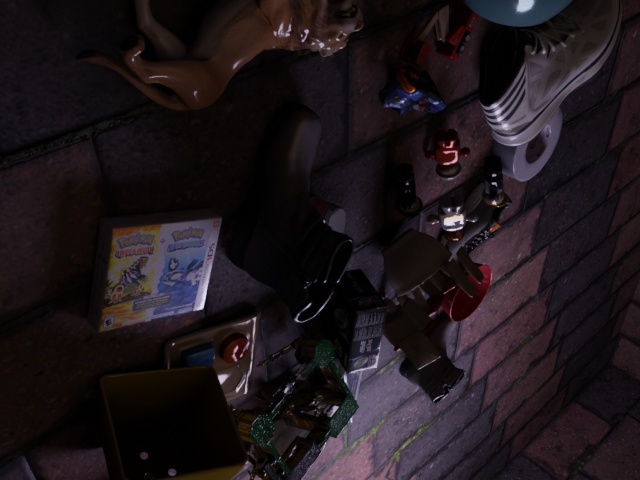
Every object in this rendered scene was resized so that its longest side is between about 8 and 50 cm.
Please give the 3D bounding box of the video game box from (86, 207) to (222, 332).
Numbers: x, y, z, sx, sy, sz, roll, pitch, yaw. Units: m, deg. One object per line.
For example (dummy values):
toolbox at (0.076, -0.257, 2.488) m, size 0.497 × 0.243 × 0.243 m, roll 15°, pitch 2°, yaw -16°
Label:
video game box at (-0.269, 0.044, 1.066) m, size 0.205 × 0.048 × 0.187 m, roll -10°, pitch 121°, yaw -45°

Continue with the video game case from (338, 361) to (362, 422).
video game case at (0.075, 0.320, 1.591) m, size 0.173 × 0.022 × 0.190 m, roll -72°, pitch 159°, yaw -48°

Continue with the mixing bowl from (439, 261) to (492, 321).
mixing bowl at (0.386, 0.127, 1.816) m, size 0.181 × 0.098 × 0.181 m, roll -27°, pitch 134°, yaw -32°

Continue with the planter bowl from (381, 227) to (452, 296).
planter bowl at (0.211, 0.039, 1.520) m, size 0.162 × 0.109 × 0.162 m, roll -39°, pitch 180°, yaw 0°

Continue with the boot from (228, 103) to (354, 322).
boot at (-0.019, -0.046, 1.128) m, size 0.118 × 0.223 × 0.338 m, roll -4°, pitch 119°, yaw -46°

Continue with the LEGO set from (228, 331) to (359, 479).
LEGO set at (-0.088, 0.366, 1.419) m, size 0.255 × 0.192 × 0.331 m, roll 55°, pitch 54°, yaw -28°

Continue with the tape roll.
tape roll at (0.551, -0.270, 1.727) m, size 0.219 × 0.072 × 0.219 m, roll -29°, pitch 136°, yaw -33°

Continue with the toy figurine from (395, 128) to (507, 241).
toy figurine at (0.286, -0.115, 1.434) m, size 0.213 × 0.210 × 0.148 m, roll -43°, pitch 147°, yaw -17°

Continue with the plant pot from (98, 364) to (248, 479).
plant pot at (-0.284, 0.371, 1.150) m, size 0.212 × 0.212 × 0.187 m, roll 1°, pitch 131°, yaw -34°

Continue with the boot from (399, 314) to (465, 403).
boot at (0.365, 0.350, 1.906) m, size 0.246 × 0.161 × 0.083 m, roll -50°, pitch 143°, yaw -9°

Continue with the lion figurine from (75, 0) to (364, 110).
lion figurine at (-0.126, -0.292, 0.927) m, size 0.392 × 0.142 × 0.240 m, roll -34°, pitch 148°, yaw -5°

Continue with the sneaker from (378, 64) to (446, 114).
sneaker at (0.182, -0.293, 1.302) m, size 0.087 × 0.083 × 0.221 m, roll -29°, pitch 165°, yaw 27°

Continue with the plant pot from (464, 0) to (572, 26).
plant pot at (0.371, -0.535, 1.165) m, size 0.293 × 0.293 × 0.235 m, roll -35°, pitch 151°, yaw -26°

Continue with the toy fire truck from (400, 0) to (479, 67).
toy fire truck at (0.247, -0.425, 1.291) m, size 0.135 × 0.047 × 0.192 m, roll 15°, pitch 104°, yaw -51°

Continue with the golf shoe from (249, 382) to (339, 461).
golf shoe at (-0.023, 0.465, 1.579) m, size 0.306 × 0.140 × 0.115 m, roll -33°, pitch 137°, yaw -30°

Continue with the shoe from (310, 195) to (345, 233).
shoe at (0.000, 0.000, 1.301) m, size 0.064 × 0.081 × 0.177 m, roll -18°, pitch 126°, yaw -40°

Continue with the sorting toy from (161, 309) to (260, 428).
sorting toy at (-0.220, 0.301, 1.315) m, size 0.229 × 0.041 × 0.307 m, roll -18°, pitch 129°, yaw -40°

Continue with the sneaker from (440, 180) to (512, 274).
sneaker at (0.403, -0.024, 1.718) m, size 0.100 × 0.108 × 0.271 m, roll 23°, pitch 100°, yaw -55°

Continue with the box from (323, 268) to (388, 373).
box at (0.074, 0.180, 1.453) m, size 0.078 × 0.147 × 0.180 m, roll -8°, pitch 125°, yaw -20°

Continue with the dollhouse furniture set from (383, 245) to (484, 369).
dollhouse furniture set at (0.244, 0.170, 1.507) m, size 0.262 × 0.135 × 0.259 m, roll -39°, pitch 180°, yaw 34°

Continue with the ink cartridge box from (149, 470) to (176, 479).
ink cartridge box at (-0.343, 0.604, 1.363) m, size 0.218 × 0.092 × 0.158 m, roll -48°, pitch 143°, yaw -8°

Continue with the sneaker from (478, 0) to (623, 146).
sneaker at (0.527, -0.448, 1.485) m, size 0.447 × 0.169 × 0.257 m, roll -54°, pitch 145°, yaw 1°
